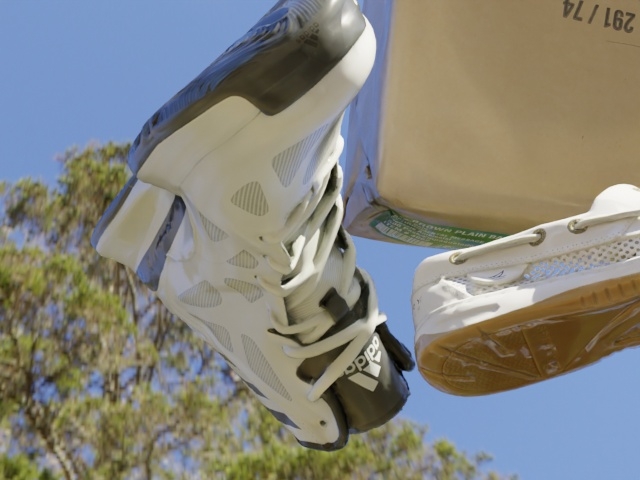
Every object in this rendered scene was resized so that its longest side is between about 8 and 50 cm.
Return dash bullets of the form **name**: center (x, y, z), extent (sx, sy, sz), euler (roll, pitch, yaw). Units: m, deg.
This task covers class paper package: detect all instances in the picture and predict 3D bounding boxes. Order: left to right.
- **paper package**: center (0.198, -0.138, 1.148), extent (0.324, 0.168, 0.310), euler (8, -102, -8)

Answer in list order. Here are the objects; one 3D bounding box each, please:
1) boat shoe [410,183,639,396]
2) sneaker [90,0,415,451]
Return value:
- **boat shoe**: center (0.184, 0.008, 0.793), extent (0.277, 0.096, 0.098), euler (-13, -39, 6)
- **sneaker**: center (0.001, -0.001, 0.941), extent (0.257, 0.447, 0.169), euler (45, -112, -1)
